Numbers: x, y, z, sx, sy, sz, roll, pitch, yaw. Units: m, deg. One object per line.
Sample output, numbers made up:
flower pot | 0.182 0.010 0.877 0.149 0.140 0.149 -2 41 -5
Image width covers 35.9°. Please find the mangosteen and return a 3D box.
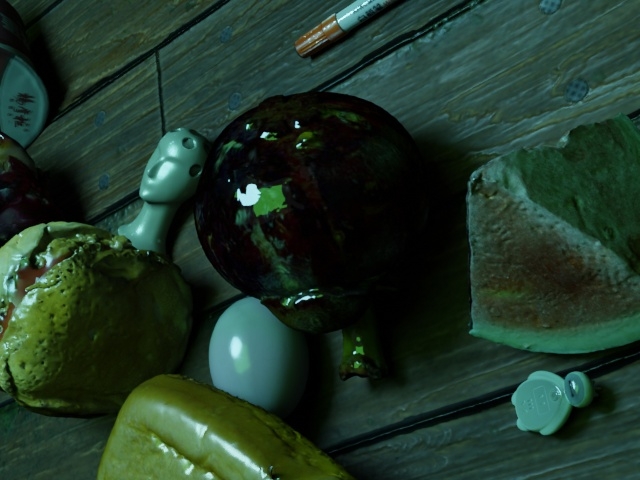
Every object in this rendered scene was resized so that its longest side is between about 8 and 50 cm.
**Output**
mangosteen | 0.000 0.000 0.954 0.231 0.231 0.289 2 113 41

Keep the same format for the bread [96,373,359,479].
bread | -0.082 0.312 0.926 0.337 0.148 0.327 20 98 38

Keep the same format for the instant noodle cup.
instant noodle cup | -0.525 -0.254 1.460 0.235 0.235 0.178 -39 46 26

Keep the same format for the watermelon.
watermelon | 0.186 -0.006 0.822 0.207 0.202 0.136 -33 18 26

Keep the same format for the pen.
pen | 0.067 -0.265 1.076 0.239 0.028 0.028 -27 61 31

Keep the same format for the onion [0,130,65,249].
onion | -0.495 -0.012 1.341 0.314 0.232 0.313 0 96 1

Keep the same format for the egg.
egg | -0.063 0.124 1.017 0.103 0.103 0.135 -22 65 34

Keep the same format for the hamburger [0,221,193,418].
hamburger | -0.279 0.090 1.134 0.163 0.244 0.244 33 99 45

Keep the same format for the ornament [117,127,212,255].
ornament | -0.186 -0.063 1.199 0.075 0.081 0.156 41 108 35

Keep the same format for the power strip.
power strip | 0.201 0.136 0.843 0.083 0.035 0.055 -34 56 44
